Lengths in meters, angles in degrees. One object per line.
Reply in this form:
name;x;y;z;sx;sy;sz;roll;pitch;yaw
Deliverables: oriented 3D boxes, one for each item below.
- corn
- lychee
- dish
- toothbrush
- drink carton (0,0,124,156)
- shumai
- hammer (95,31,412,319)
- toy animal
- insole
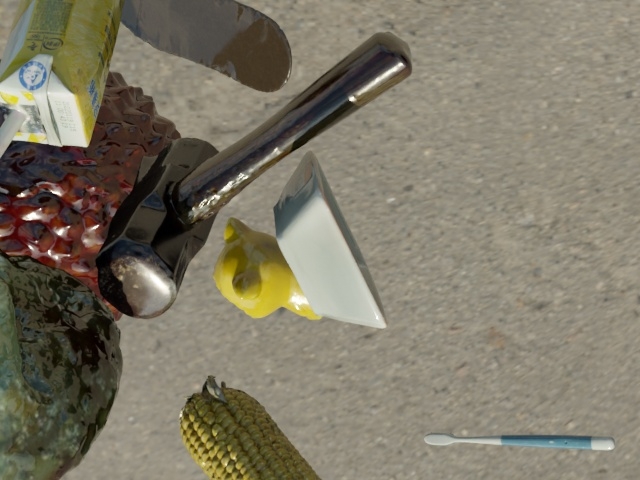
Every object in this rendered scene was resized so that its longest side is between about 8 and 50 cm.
corn;-0.050;0.263;1.241;0.293;0.106;0.106;43;119;34
lychee;-0.418;-0.056;1.641;0.424;0.500;0.424;173;90;-71
dish;0.000;0.000;1.181;0.064;0.234;0.154;-25;107;5
toothbrush;0.274;0.278;1.610;0.275;0.025;0.019;-4;87;29
drink carton;-0.195;-0.125;0.843;0.074;0.084;0.200;6;60;0
shumai;-0.416;0.065;1.167;0.395;0.395;0.348;5;125;33
hammer;-0.067;-0.096;1.195;0.409;0.242;0.095;-35;112;31
toy animal;-0.050;0.053;1.822;0.156;0.230;0.156;-30;56;58
insole;-0.145;-0.239;1.199;0.328;0.007;0.111;33;129;32
